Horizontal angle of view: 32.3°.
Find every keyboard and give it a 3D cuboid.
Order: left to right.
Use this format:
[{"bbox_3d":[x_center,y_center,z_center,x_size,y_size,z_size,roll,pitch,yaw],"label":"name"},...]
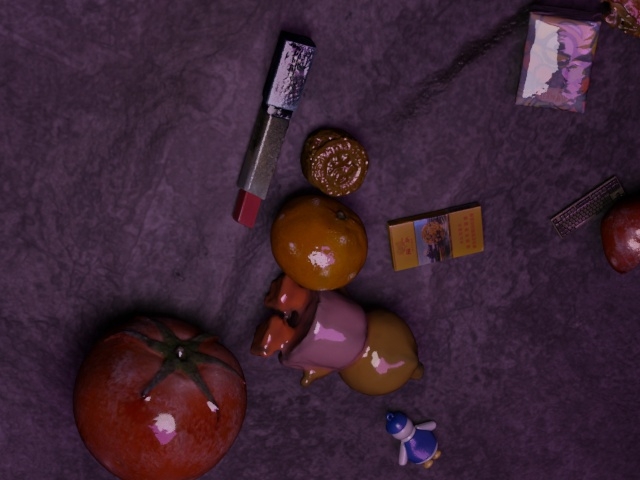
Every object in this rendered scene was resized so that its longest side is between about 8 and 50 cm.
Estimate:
[{"bbox_3d":[0.447,-0.055,1.845,0.129,0.015,0.049,-34,119,5],"label":"keyboard"}]

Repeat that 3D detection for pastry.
[{"bbox_3d":[0.021,-0.120,1.691,0.097,0.057,0.109,-44,120,4],"label":"pastry"}]

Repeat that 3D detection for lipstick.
[{"bbox_3d":[-0.078,-0.154,1.651,0.051,0.051,0.312,11,114,-20],"label":"lipstick"}]

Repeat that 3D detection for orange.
[{"bbox_3d":[0.000,0.000,1.687,0.156,0.156,0.124,29,128,-24],"label":"orange"}]

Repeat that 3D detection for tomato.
[{"bbox_3d":[-0.250,0.252,1.697,0.265,0.265,0.265,-5,117,-11],"label":"tomato"},{"bbox_3d":[0.516,-0.029,1.818,0.091,0.139,0.159,42,117,-1],"label":"tomato"}]

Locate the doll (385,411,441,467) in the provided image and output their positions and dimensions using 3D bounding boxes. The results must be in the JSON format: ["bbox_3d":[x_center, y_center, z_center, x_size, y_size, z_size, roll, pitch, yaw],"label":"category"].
[{"bbox_3d":[0.161,0.349,1.960,0.143,0.057,0.099,45,78,-27],"label":"doll"}]

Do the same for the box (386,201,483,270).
[{"bbox_3d":[0.188,-0.007,1.806,0.155,0.023,0.087,-13,121,-6],"label":"box"}]

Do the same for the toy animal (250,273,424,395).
[{"bbox_3d":[0.047,0.159,1.779,0.281,0.169,0.195,27,73,-27],"label":"toy animal"}]

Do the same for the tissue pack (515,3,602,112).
[{"bbox_3d":[0.359,-0.274,1.675,0.108,0.060,0.148,9,116,7],"label":"tissue pack"}]

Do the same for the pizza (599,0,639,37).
[{"bbox_3d":[0.526,-0.352,1.685,0.226,0.069,0.147,33,97,-17],"label":"pizza"}]
